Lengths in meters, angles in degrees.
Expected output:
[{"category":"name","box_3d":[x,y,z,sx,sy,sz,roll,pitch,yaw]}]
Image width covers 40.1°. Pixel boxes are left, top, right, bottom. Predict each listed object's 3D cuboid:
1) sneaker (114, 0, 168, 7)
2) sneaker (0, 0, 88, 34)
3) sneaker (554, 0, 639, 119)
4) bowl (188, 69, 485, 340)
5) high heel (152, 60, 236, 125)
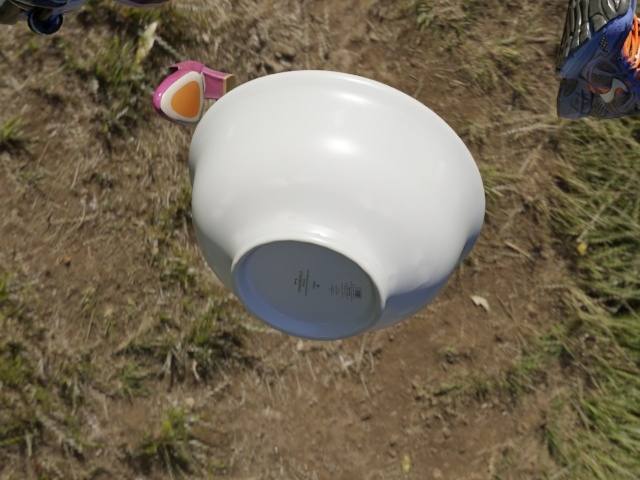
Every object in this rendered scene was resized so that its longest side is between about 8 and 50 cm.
[{"category":"sneaker","box_3d":[-0.264,-0.436,1.197,0.180,0.321,0.125,-27,70,26]},{"category":"sneaker","box_3d":[-0.113,-0.150,0.407,0.147,0.330,0.130,-46,123,0]},{"category":"sneaker","box_3d":[0.235,-0.151,0.691,0.087,0.221,0.083,10,87,17]},{"category":"bowl","box_3d":[0.000,0.000,0.824,0.297,0.134,0.298,9,138,8]},{"category":"high heel","box_3d":[-0.220,-0.227,1.299,0.117,0.244,0.082,11,115,13]}]
